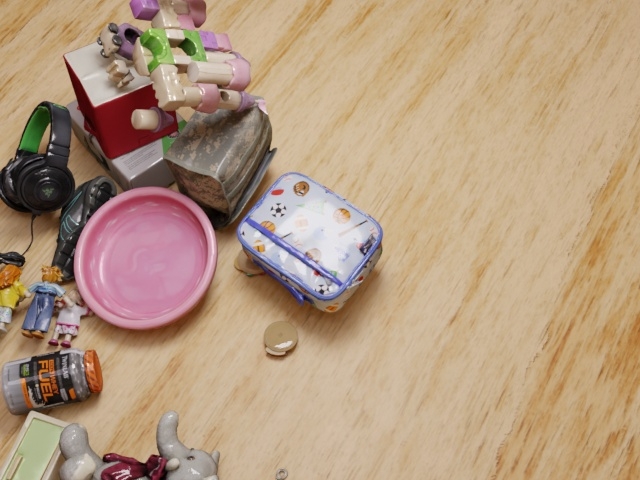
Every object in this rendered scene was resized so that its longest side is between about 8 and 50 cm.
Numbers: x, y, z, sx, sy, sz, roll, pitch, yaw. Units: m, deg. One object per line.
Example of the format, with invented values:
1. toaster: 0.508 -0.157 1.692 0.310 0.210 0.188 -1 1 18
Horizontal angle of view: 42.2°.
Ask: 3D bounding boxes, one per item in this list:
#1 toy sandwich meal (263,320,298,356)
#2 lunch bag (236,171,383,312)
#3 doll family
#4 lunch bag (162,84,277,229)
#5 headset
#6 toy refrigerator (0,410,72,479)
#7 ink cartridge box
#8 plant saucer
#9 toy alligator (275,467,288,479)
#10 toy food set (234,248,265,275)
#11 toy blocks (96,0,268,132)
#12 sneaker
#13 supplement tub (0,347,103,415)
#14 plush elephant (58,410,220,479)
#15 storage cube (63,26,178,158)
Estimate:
1. toy sandwich meal: -0.089 0.220 1.855 0.085 0.029 0.086 0 56 0
2. lunch bag: -0.020 0.008 1.835 0.303 0.115 0.243 34 70 18
3. doll family: -0.645 0.133 1.845 0.262 0.118 0.163 7 64 1
4. lunch bag: -0.216 -0.178 1.930 0.168 0.287 0.235 22 67 16
5. headset: -0.689 -0.135 1.924 0.185 0.243 0.395 13 85 -36
6. toy refrigerator: -0.589 0.490 1.663 0.102 0.094 0.270 17 63 8
7. ink cartridge box: -0.462 -0.263 2.065 0.211 0.122 0.289 -36 67 -20
8. plant saucer: -0.389 0.045 1.888 0.331 0.084 0.332 -2 73 8
9. toy alligator: -0.112 0.538 1.663 0.056 0.051 0.190 20 63 10
10. toy food set: -0.155 0.046 1.954 0.082 0.020 0.083 30 65 15
11. toy blocks: -0.262 -0.389 1.764 0.260 0.309 0.289 -7 74 -45
12. sneaker: -0.571 -0.028 1.967 0.106 0.101 0.268 4 64 38
13. supplement tub: -0.566 0.295 1.758 0.190 0.117 0.117 -12 62 -7
14. plush elephant: -0.314 0.454 1.582 0.255 0.272 0.330 -32 95 -14
15. storage cube: -0.461 -0.341 1.928 0.214 0.193 0.184 -26 64 -17
